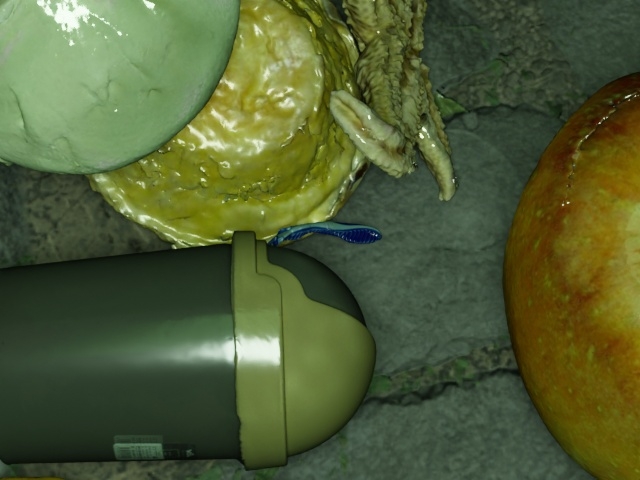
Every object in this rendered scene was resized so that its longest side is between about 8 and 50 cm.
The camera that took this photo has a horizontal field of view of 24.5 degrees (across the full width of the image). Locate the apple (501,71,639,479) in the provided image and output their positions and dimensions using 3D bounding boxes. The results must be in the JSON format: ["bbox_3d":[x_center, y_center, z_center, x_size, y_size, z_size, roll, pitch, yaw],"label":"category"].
[{"bbox_3d":[0.338,0.045,1.304,0.374,0.374,0.384,-1,73,-6],"label":"apple"}]

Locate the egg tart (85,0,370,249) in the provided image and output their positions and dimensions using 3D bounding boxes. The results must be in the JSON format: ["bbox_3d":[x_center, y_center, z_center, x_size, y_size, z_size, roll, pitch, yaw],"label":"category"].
[{"bbox_3d":[-0.095,-0.151,1.430,0.341,0.132,0.341,3,77,-12],"label":"egg tart"}]

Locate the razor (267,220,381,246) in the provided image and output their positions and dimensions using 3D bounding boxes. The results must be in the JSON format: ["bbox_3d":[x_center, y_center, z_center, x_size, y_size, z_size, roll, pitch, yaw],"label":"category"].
[{"bbox_3d":[-0.002,-0.004,1.423,0.155,0.044,0.028,-8,82,-38],"label":"razor"}]

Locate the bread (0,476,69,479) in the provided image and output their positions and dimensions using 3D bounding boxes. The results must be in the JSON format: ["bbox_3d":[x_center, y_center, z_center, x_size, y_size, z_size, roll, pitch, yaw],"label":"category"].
[{"bbox_3d":[-0.331,0.274,1.282,0.271,0.077,0.139,3,70,-7],"label":"bread"}]

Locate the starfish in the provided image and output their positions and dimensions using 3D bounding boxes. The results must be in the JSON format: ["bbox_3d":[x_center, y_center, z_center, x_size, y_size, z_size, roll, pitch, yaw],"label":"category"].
[{"bbox_3d":[0.058,-0.249,1.440,0.082,0.324,0.432,-8,76,19],"label":"starfish"}]

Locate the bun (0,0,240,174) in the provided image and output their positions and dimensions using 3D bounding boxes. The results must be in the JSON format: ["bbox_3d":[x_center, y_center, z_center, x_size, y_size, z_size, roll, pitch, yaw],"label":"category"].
[{"bbox_3d":[-0.223,-0.204,1.271,0.293,0.187,0.293,-1,85,10],"label":"bun"}]

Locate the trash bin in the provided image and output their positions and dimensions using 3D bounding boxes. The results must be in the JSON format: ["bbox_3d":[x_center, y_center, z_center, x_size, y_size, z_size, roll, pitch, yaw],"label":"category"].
[{"bbox_3d":[-0.118,0.100,1.306,0.334,0.214,0.214,-4,68,2],"label":"trash bin"}]
